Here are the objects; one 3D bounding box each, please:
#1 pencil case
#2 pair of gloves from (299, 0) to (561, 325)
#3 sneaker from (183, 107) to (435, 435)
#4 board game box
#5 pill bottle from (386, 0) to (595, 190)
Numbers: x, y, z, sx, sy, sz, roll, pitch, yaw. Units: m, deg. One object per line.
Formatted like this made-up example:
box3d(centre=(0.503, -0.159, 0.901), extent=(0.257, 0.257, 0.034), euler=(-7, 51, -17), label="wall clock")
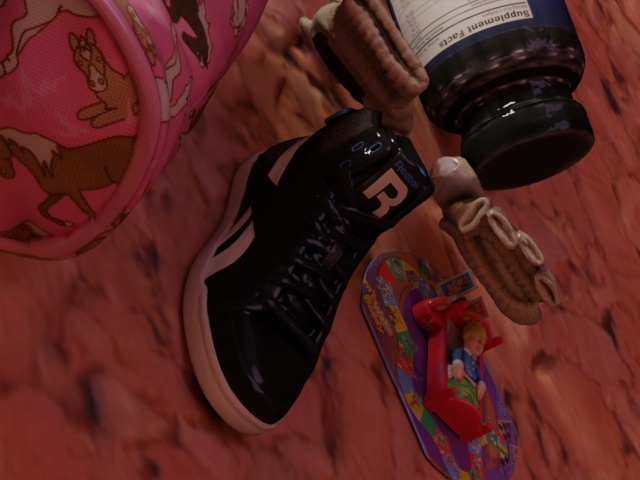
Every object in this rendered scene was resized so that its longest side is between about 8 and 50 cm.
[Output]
box3d(centre=(-0.103, -0.151, 0.965), extent=(0.167, 0.160, 0.386), euler=(30, 35, -7), label="pencil case")
box3d(centre=(0.066, -0.049, 1.189), extent=(0.240, 0.042, 0.204), euler=(56, -2, -9), label="pair of gloves")
box3d(centre=(0.000, 0.000, 1.036), extent=(0.079, 0.121, 0.217), euler=(45, 32, -27), label="sneaker")
box3d(centre=(0.089, 0.076, 1.211), extent=(0.133, 0.033, 0.169), euler=(-7, 70, -61), label="board game box")
box3d(centre=(0.118, -0.153, 1.371), extent=(0.123, 0.123, 0.219), euler=(12, 55, -55), label="pill bottle")
